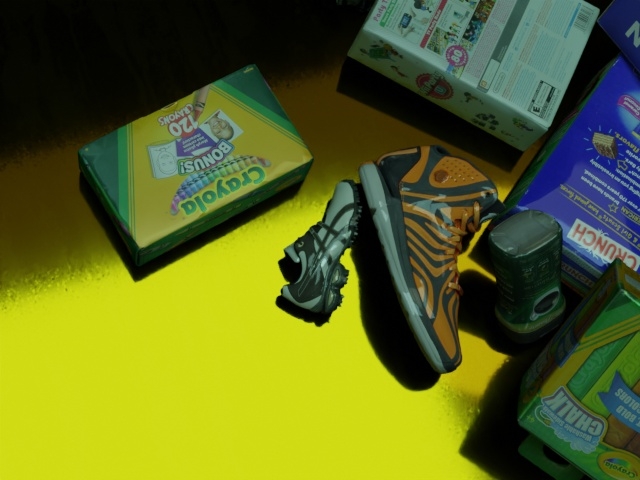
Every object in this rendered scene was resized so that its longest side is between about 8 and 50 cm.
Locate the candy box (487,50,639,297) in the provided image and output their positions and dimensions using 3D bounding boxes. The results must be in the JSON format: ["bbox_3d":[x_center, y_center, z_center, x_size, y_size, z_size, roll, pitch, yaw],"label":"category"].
[{"bbox_3d":[0.443,-0.070,1.769,0.268,0.122,0.317,37,69,1],"label":"candy box"}]

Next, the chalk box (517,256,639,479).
[{"bbox_3d":[0.374,0.201,1.608,0.180,0.179,0.289,34,107,2],"label":"chalk box"}]

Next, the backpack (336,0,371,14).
[{"bbox_3d":[0.047,-0.407,1.811,0.084,0.114,0.105,8,72,-8],"label":"backpack"}]

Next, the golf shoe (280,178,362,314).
[{"bbox_3d":[0.000,0.000,1.692,0.094,0.077,0.198,14,69,-5],"label":"golf shoe"}]

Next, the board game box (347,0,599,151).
[{"bbox_3d":[0.227,-0.305,1.816,0.303,0.097,0.224,29,69,-4],"label":"board game box"}]

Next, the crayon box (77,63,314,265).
[{"bbox_3d":[-0.171,-0.105,1.692,0.278,0.081,0.165,-29,79,-18],"label":"crayon box"}]

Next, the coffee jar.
[{"bbox_3d":[0.282,0.053,1.673,0.096,0.184,0.079,-29,44,-19],"label":"coffee jar"}]

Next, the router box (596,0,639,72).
[{"bbox_3d":[0.610,-0.247,1.790,0.301,0.082,0.335,-16,64,-39],"label":"router box"}]

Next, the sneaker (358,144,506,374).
[{"bbox_3d":[0.177,0.011,1.675,0.180,0.124,0.321,-18,76,2],"label":"sneaker"}]
